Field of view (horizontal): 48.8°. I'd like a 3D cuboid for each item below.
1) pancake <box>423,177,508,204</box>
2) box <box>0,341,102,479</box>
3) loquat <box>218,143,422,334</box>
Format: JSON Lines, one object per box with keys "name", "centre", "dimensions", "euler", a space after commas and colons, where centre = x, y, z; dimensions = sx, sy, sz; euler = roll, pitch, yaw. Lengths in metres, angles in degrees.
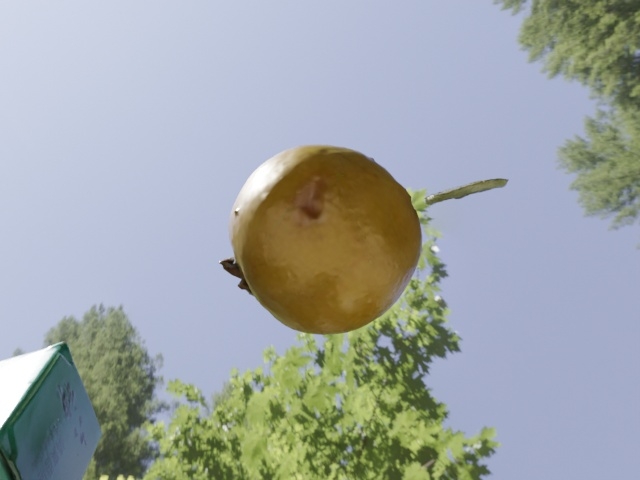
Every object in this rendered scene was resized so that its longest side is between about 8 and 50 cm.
{"name": "pancake", "centre": [0.183, -0.063, 0.886], "dimensions": [0.108, 0.108, 0.017], "euler": [-16, -89, -7]}
{"name": "box", "centre": [-0.298, 0.170, 0.496], "dimensions": [0.245, 0.153, 0.092], "euler": [-16, -74, 2]}
{"name": "loquat", "centre": [0.000, 0.000, 0.739], "dimensions": [0.208, 0.208, 0.207], "euler": [-2, -79, -10]}
